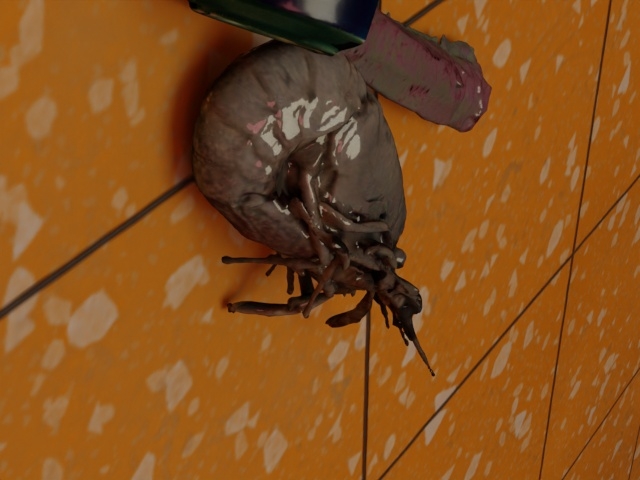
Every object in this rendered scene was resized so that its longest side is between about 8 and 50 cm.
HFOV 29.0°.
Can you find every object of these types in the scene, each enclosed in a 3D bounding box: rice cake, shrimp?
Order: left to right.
[{"bbox_3d":[0.007,-0.002,0.859,0.145,0.116,0.343,-57,144,-21],"label":"shrimp"},{"bbox_3d":[0.072,-0.141,0.946,0.290,0.051,0.081,17,95,-63],"label":"rice cake"}]

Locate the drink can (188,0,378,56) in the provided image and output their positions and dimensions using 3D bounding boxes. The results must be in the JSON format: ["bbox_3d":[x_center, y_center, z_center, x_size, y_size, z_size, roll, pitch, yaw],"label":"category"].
[{"bbox_3d":[-0.002,-0.212,0.689,0.118,0.118,0.205,6,105,-62],"label":"drink can"}]
